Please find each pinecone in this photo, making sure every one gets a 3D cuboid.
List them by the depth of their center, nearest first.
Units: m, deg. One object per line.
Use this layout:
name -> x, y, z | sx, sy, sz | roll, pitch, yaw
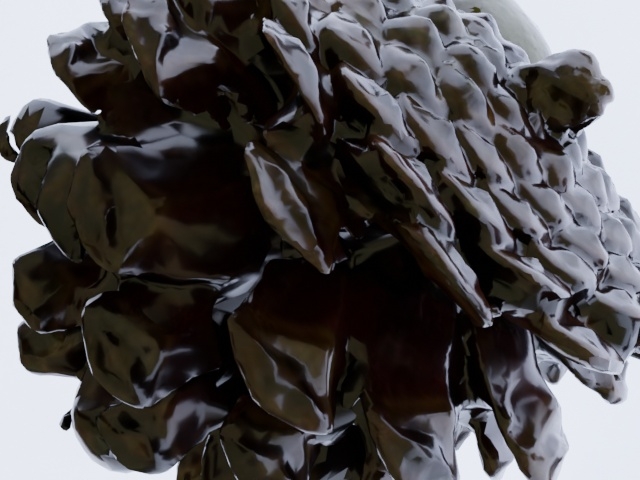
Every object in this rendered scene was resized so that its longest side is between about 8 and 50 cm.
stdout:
pinecone -> -0.004, 0.006, 0.624 | 0.296, 0.298, 0.242 | -15, -127, 41

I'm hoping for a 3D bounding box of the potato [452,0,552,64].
potato -> 0.065, -0.026, 0.941 | 0.173, 0.210, 0.307 | 18, -64, 59
